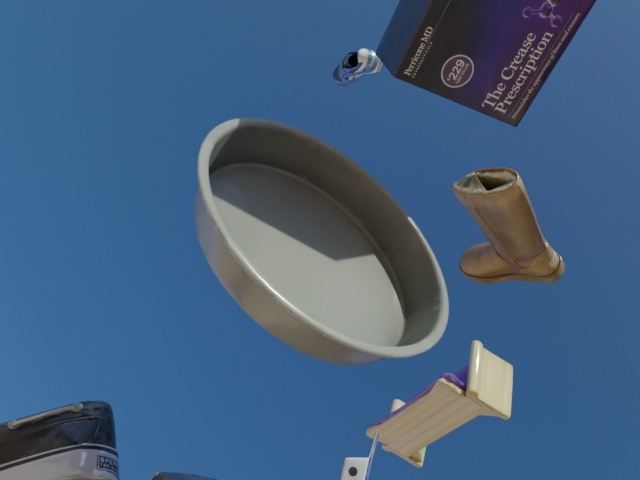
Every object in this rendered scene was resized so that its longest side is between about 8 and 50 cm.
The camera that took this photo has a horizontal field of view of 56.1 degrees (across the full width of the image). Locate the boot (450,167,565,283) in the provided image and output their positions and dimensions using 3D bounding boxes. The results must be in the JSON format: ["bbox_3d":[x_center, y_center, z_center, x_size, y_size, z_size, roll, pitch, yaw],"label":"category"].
[{"bbox_3d":[0.324,-0.026,1.160,0.236,0.089,0.269,-4,-39,43],"label":"boot"}]

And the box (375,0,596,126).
[{"bbox_3d":[0.207,-0.290,0.690,0.184,0.103,0.261,17,-61,-18],"label":"box"}]

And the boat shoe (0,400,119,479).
[{"bbox_3d":[-0.357,0.230,0.592,0.306,0.105,0.113,-17,-40,-4],"label":"boat shoe"}]

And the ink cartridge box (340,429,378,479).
[{"bbox_3d":[0.056,0.425,1.020,0.045,0.206,0.208,13,-110,11],"label":"ink cartridge box"}]

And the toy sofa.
[{"bbox_3d":[0.277,0.387,1.441,0.177,0.150,0.362,32,-47,-6],"label":"toy sofa"}]

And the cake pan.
[{"bbox_3d":[0.000,0.000,0.591,0.293,0.293,0.054,45,-59,3],"label":"cake pan"}]

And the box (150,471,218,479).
[{"bbox_3d":[-0.173,0.673,0.830,0.471,0.297,0.480,34,-105,20],"label":"box"}]

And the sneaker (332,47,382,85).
[{"bbox_3d":[0.063,-0.355,1.217,0.144,0.059,0.053,-8,-102,56],"label":"sneaker"}]
